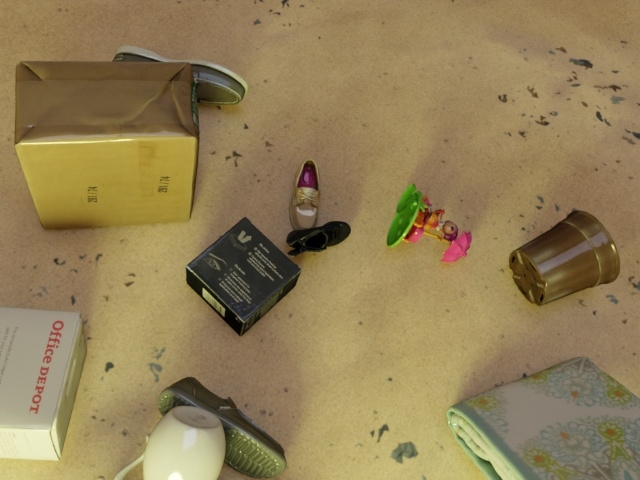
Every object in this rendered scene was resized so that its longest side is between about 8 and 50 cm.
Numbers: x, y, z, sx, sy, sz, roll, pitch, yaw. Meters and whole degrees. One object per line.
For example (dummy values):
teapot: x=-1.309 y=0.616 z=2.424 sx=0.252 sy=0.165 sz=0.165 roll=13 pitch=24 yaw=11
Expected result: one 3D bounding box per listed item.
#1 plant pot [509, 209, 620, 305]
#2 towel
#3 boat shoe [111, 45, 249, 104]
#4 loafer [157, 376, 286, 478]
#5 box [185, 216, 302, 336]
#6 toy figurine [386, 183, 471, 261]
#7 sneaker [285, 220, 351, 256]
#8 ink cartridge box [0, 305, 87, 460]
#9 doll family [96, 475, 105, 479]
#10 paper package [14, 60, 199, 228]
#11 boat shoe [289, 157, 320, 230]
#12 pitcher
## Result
plant pot: x=0.490 y=0.046 z=1.467 sx=0.165 sy=0.167 sz=0.167 roll=-24 pitch=70 yaw=-11
towel: x=0.447 y=0.363 z=1.239 sx=0.320 sy=0.090 sz=0.374 roll=-13 pitch=30 yaw=-19
boat shoe: x=-0.309 y=-0.335 z=1.539 sx=0.304 sy=0.109 sz=0.091 roll=13 pitch=62 yaw=3
loafer: x=-0.159 y=0.315 z=1.239 sx=0.251 sy=0.094 sz=0.087 roll=37 pitch=32 yaw=-4
box: x=-0.148 y=0.069 z=1.369 sx=0.156 sy=0.093 sz=0.158 roll=43 pitch=65 yaw=11
toy figurine: x=0.240 y=-0.023 z=1.495 sx=0.159 sy=0.130 sz=0.173 roll=27 pitch=37 yaw=-11
sneaker: x=0.000 y=-0.003 z=1.420 sx=0.170 sy=0.089 sz=0.051 roll=-11 pitch=101 yaw=-25
ink cartridge box: x=-0.564 y=0.229 z=1.173 sx=0.306 sy=0.131 sz=0.226 roll=7 pitch=49 yaw=-8
doll family: x=-0.371 y=0.508 z=1.105 sx=0.163 sy=0.118 sz=0.263 roll=6 pitch=59 yaw=13
paper package: x=-0.382 y=-0.166 z=1.317 sx=0.309 sy=0.325 sz=0.168 roll=-4 pitch=65 yaw=-13
boat shoe: x=-0.031 y=-0.096 z=1.492 sx=0.062 sy=0.059 sz=0.170 roll=3 pitch=63 yaw=-9
pitcher: x=-0.251 y=0.370 z=1.155 sx=0.177 sy=0.125 sz=0.207 roll=20 pitch=97 yaw=21
